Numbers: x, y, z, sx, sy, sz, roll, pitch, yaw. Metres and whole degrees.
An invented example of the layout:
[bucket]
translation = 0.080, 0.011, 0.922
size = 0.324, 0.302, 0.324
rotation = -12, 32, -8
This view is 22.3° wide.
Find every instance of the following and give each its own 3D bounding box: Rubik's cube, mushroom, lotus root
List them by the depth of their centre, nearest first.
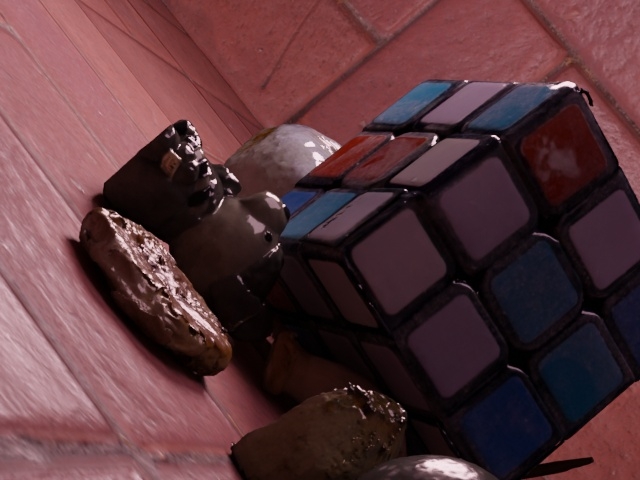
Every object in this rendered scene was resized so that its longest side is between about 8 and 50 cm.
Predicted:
[lotus root]
translation = 0.012, 0.196, 1.434
size = 0.143, 0.144, 0.070
rotation = 33, 25, -44
[mushroom]
translation = 0.018, 0.187, 1.767
size = 0.212, 0.097, 0.088
rotation = 44, -36, -11
[Rubik's cube]
translation = 0.165, 0.044, 1.894
size = 0.362, 0.359, 0.363
rotation = 55, -15, -16

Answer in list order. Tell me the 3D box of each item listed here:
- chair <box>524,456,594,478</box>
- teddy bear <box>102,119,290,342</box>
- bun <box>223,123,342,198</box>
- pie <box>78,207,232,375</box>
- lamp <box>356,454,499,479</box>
[chair]
translation = 0.232, 0.376, 1.915
size = 0.272, 0.166, 0.188
rotation = -12, -50, 47
[teddy bear]
translation = -0.120, -0.023, 1.772
size = 0.251, 0.144, 0.171
rotation = 50, -2, -19
[bun]
translation = 0.000, 0.000, 2.200
size = 0.362, 0.211, 0.362
rotation = 53, 4, -6
[pie]
translation = -0.150, 0.052, 1.518
size = 0.195, 0.046, 0.195
rotation = 51, 6, -7
[lamp]
translation = 0.120, 0.313, 1.271
size = 0.314, 0.182, 0.182
rotation = 56, 7, 24
